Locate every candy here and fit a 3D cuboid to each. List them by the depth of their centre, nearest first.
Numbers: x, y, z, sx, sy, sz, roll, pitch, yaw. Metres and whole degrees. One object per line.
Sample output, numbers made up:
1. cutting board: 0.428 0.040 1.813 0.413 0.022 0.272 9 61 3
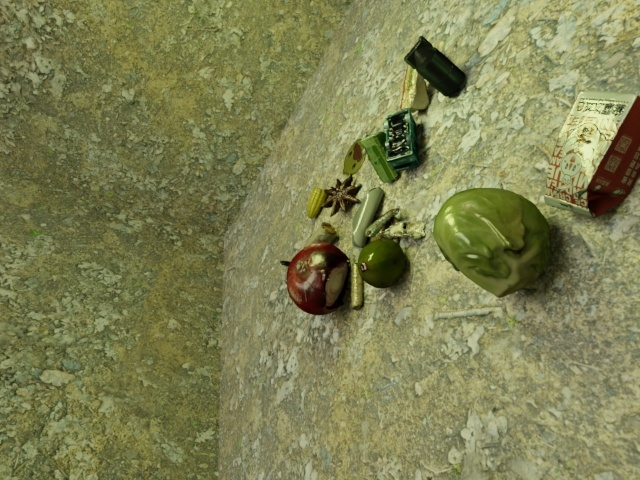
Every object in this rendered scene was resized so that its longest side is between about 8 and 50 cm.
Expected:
1. candy: -0.031 -0.226 2.459 0.106 0.094 0.199 -68 1 -75

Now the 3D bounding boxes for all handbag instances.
1. handbag: 0.693 -0.209 1.018 0.171 0.150 0.299 -124 50 -63

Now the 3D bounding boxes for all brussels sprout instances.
1. brussels sprout: 0.480 -0.009 1.139 0.247 0.327 0.329 88 -179 -56

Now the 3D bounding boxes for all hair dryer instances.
1. hair dryer: 0.470 -0.764 1.703 0.116 0.244 0.303 -43 23 34

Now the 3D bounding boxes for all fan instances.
1. fan: 0.213 -0.496 2.254 0.335 0.011 0.230 -54 31 35

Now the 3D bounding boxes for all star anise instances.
1. star anise: 0.120 -0.228 2.177 0.271 0.102 0.272 -18 55 28

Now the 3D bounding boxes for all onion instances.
1. onion: -0.012 0.174 1.929 0.341 0.340 0.342 -41 40 46

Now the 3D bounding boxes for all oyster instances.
1. oyster: 0.348 -0.042 1.655 0.199 0.061 0.106 20 74 51

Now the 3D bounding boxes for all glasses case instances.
1. glasses case: 0.204 -0.107 1.907 0.309 0.083 0.128 -69 14 -15

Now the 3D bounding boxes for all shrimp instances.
1. shrimp: 0.269 -0.078 1.718 0.161 0.049 0.166 -43 5 -29

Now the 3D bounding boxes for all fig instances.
1. fig: 0.229 0.089 1.626 0.202 0.225 0.203 -2 87 42

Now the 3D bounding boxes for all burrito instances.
1. burrito: -0.003 0.000 2.228 0.105 0.143 0.299 59 139 16

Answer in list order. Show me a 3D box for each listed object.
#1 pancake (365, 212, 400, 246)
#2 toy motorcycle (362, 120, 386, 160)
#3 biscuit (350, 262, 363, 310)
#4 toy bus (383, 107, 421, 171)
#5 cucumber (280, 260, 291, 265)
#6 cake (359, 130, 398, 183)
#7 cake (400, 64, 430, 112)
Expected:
1. pancake: 0.271 -0.007 1.808 0.250 0.031 0.250 -40 39 43
2. toy motorcycle: 0.279 -0.463 1.973 0.260 0.109 0.171 144 126 -71
3. biscuit: 0.167 0.208 1.850 0.055 0.061 0.220 -6 59 16
4. toy bus: 0.361 -0.434 1.775 0.128 0.147 0.256 -12 60 27
5. cucumber: -0.231 0.150 2.672 0.134 0.034 0.033 0 68 62
6. cake: 0.269 -0.373 1.838 0.100 0.099 0.236 -18 91 41
7. cake: 0.436 -0.683 1.807 0.086 0.116 0.221 17 100 58
